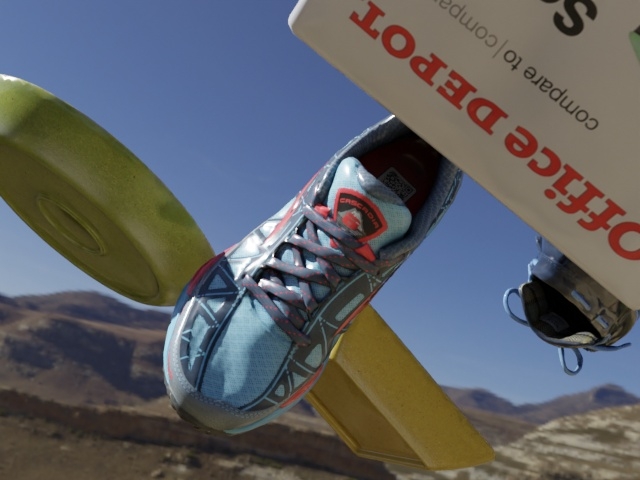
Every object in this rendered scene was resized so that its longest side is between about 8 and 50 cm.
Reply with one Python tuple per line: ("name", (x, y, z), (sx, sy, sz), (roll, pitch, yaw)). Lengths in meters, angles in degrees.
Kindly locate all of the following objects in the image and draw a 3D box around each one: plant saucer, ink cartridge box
("plant saucer", (-0.184, -0.023, 0.631), (0.241, 0.037, 0.241), (30, -26, 16))
("ink cartridge box", (0.148, -0.136, 0.307), (0.201, 0.117, 0.278), (39, -53, 0))
("plant saucer", (0.064, 0.243, 1.285), (0.333, 0.081, 0.333), (50, -26, -11))

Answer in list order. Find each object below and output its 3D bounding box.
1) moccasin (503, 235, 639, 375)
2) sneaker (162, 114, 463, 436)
("moccasin", (0.251, 0.051, 0.845), (0.138, 0.117, 0.342), (38, -8, 31))
("sneaker", (0.000, 0.000, 0.497), (0.104, 0.262, 0.125), (38, -26, 5))
